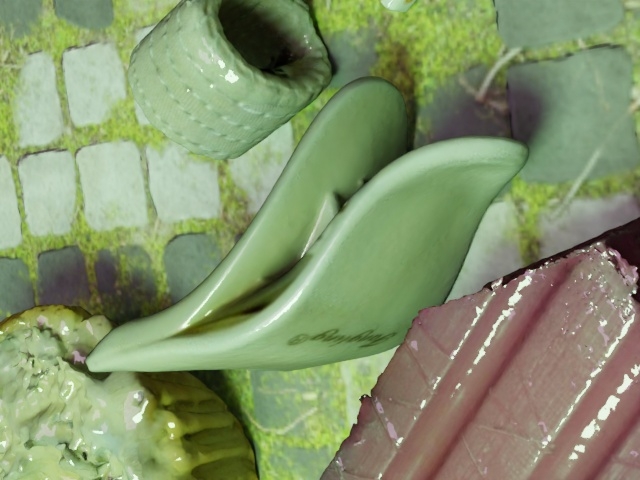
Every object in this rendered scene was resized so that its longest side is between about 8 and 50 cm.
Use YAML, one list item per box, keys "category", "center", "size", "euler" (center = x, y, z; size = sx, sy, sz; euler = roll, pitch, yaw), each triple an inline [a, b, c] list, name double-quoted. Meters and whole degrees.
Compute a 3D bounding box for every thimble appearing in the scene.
- category: "thimble"
  center: [-0.059, -0.116, 0.774]
  size: [0.090, 0.115, 0.102]
  euler: [-34, 79, 39]

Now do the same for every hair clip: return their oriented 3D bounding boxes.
- category: "hair clip"
  center: [0.007, 0.017, 0.730]
  size: [0.282, 0.172, 0.113]
  euler: [-53, 57, 20]

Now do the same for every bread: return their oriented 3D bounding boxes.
- category: "bread"
  center: [-0.178, 0.180, 0.906]
  size: [0.274, 0.149, 0.274]
  euler: [3, 96, 34]

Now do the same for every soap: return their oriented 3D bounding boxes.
- category: "soap"
  center: [0.126, 0.106, 0.669]
  size: [0.182, 0.112, 0.289]
  euler: [40, 121, 26]

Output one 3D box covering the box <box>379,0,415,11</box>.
- category: "box"
  center: [0.074, -0.259, 0.694]
  size: [0.122, 0.032, 0.220]
  euler: [52, 124, 18]
